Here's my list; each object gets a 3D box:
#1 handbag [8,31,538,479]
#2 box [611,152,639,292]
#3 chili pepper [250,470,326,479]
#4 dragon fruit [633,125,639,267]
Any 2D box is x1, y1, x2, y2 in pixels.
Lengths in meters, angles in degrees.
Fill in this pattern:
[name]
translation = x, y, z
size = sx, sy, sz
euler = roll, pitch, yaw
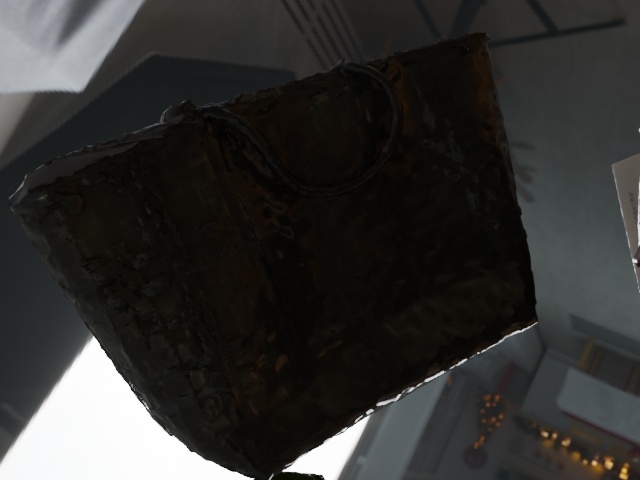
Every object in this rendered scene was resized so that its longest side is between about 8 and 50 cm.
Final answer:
[handbag]
translation = 0.000, 0.000, 0.430
size = 0.089, 0.270, 0.175
euler = 6, 116, 61
[box]
translation = 0.425, 0.014, 0.839
size = 0.111, 0.260, 0.194
euler = 14, 152, -43
[chili pepper]
translation = -0.070, 0.273, 0.359
size = 0.076, 0.359, 0.085
euler = 21, 156, -19
[dragon fruit]
translation = 0.247, -0.008, 0.396
size = 0.161, 0.126, 0.274
euler = -2, -160, 9
